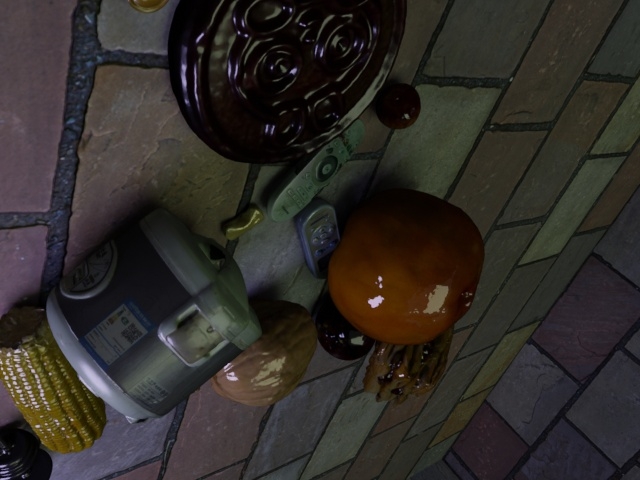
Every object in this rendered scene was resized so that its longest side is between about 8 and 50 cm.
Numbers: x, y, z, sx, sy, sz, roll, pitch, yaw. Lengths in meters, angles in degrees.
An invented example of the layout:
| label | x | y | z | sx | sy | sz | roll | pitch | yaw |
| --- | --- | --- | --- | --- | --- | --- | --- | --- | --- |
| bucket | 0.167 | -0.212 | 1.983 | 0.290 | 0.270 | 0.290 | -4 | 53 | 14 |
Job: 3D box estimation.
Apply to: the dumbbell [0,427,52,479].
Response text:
| label | x | y | z | sx | sy | sz | roll | pitch | yaw |
| --- | --- | --- | --- | --- | --- | --- | --- | --- | --- |
| dumbbell | -0.563 | 0.418 | 1.148 | 0.099 | 0.099 | 0.209 | -27 | 143 | -24 |

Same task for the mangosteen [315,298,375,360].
| label | x | y | z | sx | sy | sz | roll | pitch | yaw |
| --- | --- | --- | --- | --- | --- | --- | --- | --- | --- |
| mangosteen | 0.073 | 0.214 | 1.551 | 0.184 | 0.172 | 0.172 | -24 | 147 | -60 |

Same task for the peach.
| label | x | y | z | sx | sy | sz | roll | pitch | yaw |
| --- | --- | --- | --- | --- | --- | --- | --- | --- | --- |
| peach | 0.190 | 0.062 | 1.327 | 0.343 | 0.301 | 0.343 | -45 | 148 | -40 |

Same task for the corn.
| label | x | y | z | sx | sy | sz | roll | pitch | yaw |
| --- | --- | --- | --- | --- | --- | --- | --- | --- | --- |
| corn | -0.458 | 0.247 | 1.046 | 0.131 | 0.131 | 0.344 | -28 | 142 | -23 |

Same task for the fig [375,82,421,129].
| label | x | y | z | sx | sy | sz | roll | pitch | yaw |
| --- | --- | --- | --- | --- | --- | --- | --- | --- | --- |
| fig | 0.153 | -0.249 | 1.197 | 0.089 | 0.089 | 0.125 | -44 | 166 | 1 |

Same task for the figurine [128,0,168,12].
| label | x | y | z | sx | sy | sz | roll | pitch | yaw |
| --- | --- | --- | --- | --- | --- | --- | --- | --- | --- |
| figurine | -0.192 | -0.336 | 0.705 | 0.082 | 0.098 | 0.154 | -23 | 139 | -34 |

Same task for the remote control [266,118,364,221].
| label | x | y | z | sx | sy | sz | roll | pitch | yaw |
| --- | --- | --- | --- | --- | --- | --- | --- | --- | --- |
| remote control | -0.010 | -0.135 | 1.172 | 0.256 | 0.045 | 0.097 | -44 | 148 | -6 |

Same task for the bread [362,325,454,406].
| label | x | y | z | sx | sy | sz | roll | pitch | yaw |
| --- | --- | --- | --- | --- | --- | --- | --- | --- | --- |
| bread | 0.243 | 0.307 | 1.687 | 0.370 | 0.191 | 0.314 | 95 | 17 | -58 |

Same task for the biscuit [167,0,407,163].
| label | x | y | z | sx | sy | sz | roll | pitch | yaw |
| --- | --- | --- | --- | --- | --- | --- | --- | --- | --- |
| biscuit | -0.032 | -0.289 | 0.935 | 0.407 | 0.091 | 0.407 | -29 | 145 | -23 |

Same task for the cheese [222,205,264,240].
| label | x | y | z | sx | sy | sz | roll | pitch | yaw |
| --- | --- | --- | --- | --- | --- | --- | --- | --- | --- |
| cheese | -0.146 | -0.035 | 1.150 | 0.083 | 0.030 | 0.044 | -34 | 153 | -4 |

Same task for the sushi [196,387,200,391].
| label | x | y | z | sx | sy | sz | roll | pitch | yaw |
| --- | --- | --- | --- | --- | --- | --- | --- | --- | --- |
| sushi | -0.294 | 0.306 | 1.356 | 0.060 | 0.061 | 0.118 | -42 | 168 | -18 |

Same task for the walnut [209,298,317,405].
| label | x | y | z | sx | sy | sz | roll | pitch | yaw |
| --- | --- | --- | --- | --- | --- | --- | --- | --- | --- |
| walnut | -0.124 | 0.231 | 1.311 | 0.261 | 0.225 | 0.225 | -30 | 147 | -42 |

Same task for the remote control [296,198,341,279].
| label | x | y | z | sx | sy | sz | roll | pitch | yaw |
| --- | --- | --- | --- | --- | --- | --- | --- | --- | --- |
| remote control | 0.000 | 0.000 | 1.331 | 0.087 | 0.047 | 0.244 | -36 | 146 | -17 |

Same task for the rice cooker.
| label | x | y | z | sx | sy | sz | roll | pitch | yaw |
| --- | --- | --- | --- | --- | --- | --- | --- | --- | --- |
| rice cooker | -0.251 | 0.111 | 0.978 | 0.277 | 0.288 | 0.288 | -38 | 147 | -6 |
